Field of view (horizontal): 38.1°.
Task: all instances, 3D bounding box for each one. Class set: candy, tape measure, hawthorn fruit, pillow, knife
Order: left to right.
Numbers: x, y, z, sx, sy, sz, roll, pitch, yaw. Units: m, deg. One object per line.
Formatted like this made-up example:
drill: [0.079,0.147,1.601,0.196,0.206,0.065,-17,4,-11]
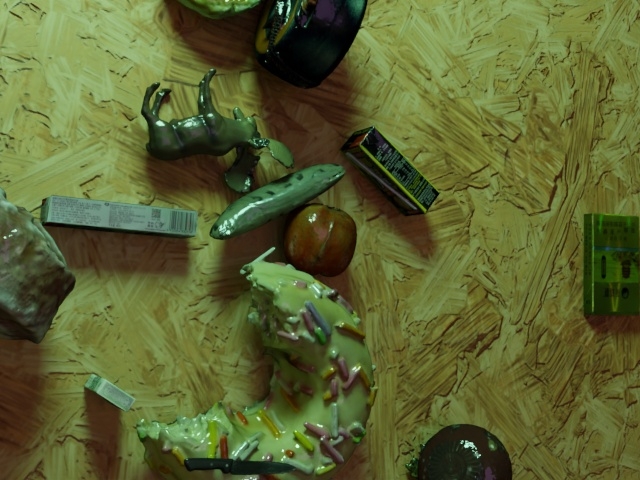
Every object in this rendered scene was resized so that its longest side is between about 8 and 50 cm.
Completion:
candy: [-0.441,0.005,1.164,0.289,0.214,0.157,43,70,-24]
knife: [-0.108,0.309,1.267,0.170,0.010,0.023,10,93,-29]
pillow: [-0.075,-0.062,1.423,0.241,0.093,0.051,-30,107,-24]
tape measure: [-0.016,-0.344,1.404,0.135,0.202,0.222,24,64,-24]
hawthorn fruit: [0.000,0.000,1.448,0.128,0.128,0.128,1,87,-27]

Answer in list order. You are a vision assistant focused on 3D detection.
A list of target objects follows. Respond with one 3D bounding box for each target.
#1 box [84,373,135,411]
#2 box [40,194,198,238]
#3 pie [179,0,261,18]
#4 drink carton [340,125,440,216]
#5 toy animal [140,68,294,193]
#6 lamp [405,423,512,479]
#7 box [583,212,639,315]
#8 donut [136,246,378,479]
box: [-0.296,0.213,1.302,0.054,0.083,0.024,41,72,-20]
box: [-0.287,-0.032,1.334,0.218,0.055,0.039,6,84,-27]
pie: [-0.149,-0.457,1.406,0.201,0.090,0.248,33,73,-11]
drink carton: [0.114,-0.112,1.534,0.166,0.071,0.056,43,68,-18]
toy animal: [-0.157,-0.157,1.395,0.214,0.094,0.186,-17,91,-19]
lamp: [0.241,0.382,1.537,0.156,0.157,0.135,-44,149,9]
box: [0.557,0.047,1.777,0.121,0.030,0.193,2,86,-27]
donut: [-0.065,0.236,1.370,0.307,0.150,0.371,39,79,-24]
